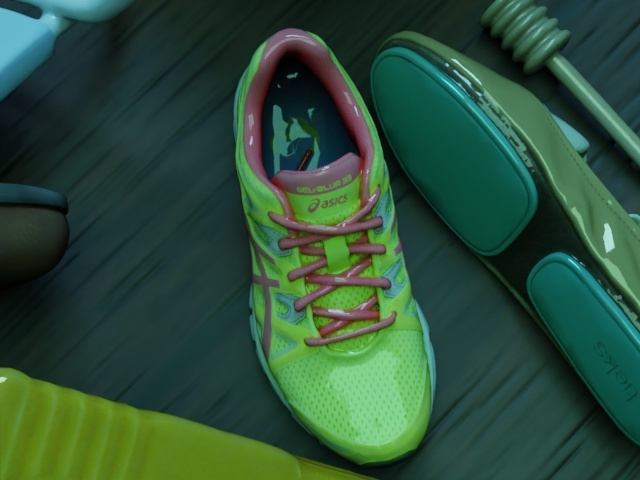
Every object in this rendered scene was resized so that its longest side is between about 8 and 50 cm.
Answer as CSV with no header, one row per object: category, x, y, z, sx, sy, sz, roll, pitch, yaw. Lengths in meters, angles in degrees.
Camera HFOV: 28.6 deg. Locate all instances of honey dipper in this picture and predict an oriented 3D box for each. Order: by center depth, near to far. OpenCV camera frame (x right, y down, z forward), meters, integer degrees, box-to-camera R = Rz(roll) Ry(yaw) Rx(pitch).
honey dipper,0.142,-0.059,0.610,0.030,0.030,0.160,-41,83,-9

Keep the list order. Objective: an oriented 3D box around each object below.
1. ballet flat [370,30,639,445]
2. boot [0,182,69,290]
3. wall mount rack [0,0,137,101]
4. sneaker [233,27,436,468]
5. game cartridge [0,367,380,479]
ballet flat,0.111,-0.007,0.585,0.073,0.080,0.232,-29,80,-35
boot,-0.190,0.135,0.529,0.264,0.096,0.280,-22,79,-7
wall mount rack,-0.172,-0.077,0.479,0.304,0.130,0.350,18,50,24
sneaker,0.000,0.000,0.561,0.081,0.094,0.208,-16,79,-6
game cartridge,-0.030,0.219,0.440,0.324,0.053,0.285,23,74,-35
